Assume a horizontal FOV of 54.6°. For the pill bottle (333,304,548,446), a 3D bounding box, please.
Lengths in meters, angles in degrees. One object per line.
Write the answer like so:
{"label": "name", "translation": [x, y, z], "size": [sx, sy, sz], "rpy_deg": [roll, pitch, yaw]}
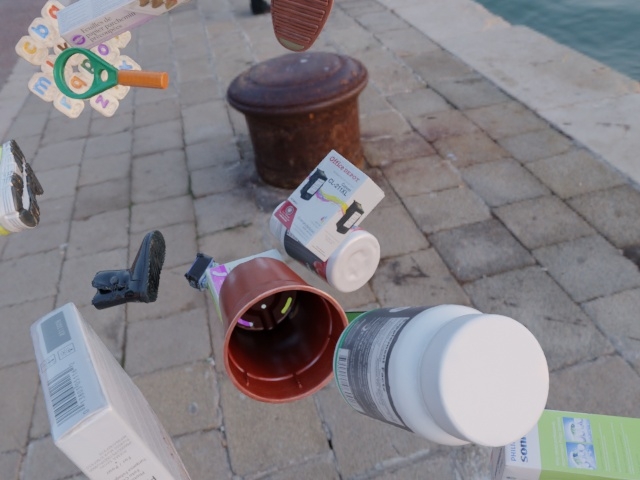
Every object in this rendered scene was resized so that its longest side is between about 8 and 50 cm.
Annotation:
{"label": "pill bottle", "translation": [0.171, 0.204, 0.974], "size": [0.204, 0.204, 0.361], "rpy_deg": [-23, 1, -21]}

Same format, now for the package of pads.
{"label": "package of pads", "translation": [-0.166, 0.171, 1.711], "size": [0.229, 0.101, 0.297], "rpy_deg": [-17, 51, -18]}

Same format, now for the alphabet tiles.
{"label": "alphabet tiles", "translation": [-0.624, -0.469, 1.616], "size": [0.021, 0.278, 0.284], "rpy_deg": [14, 72, 58]}

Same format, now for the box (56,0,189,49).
{"label": "box", "translation": [-0.351, -0.466, 1.197], "size": [0.323, 0.063, 0.067], "rpy_deg": [-23, 67, 8]}

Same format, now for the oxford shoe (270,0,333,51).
{"label": "oxford shoe", "translation": [-0.011, -0.607, 1.367], "size": [0.140, 0.397, 0.147], "rpy_deg": [22, 46, 0]}

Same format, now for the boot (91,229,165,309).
{"label": "boot", "translation": [-0.596, 0.089, 1.910], "size": [0.207, 0.094, 0.247], "rpy_deg": [-6, 63, 15]}

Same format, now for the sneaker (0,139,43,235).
{"label": "sneaker", "translation": [-0.407, -0.062, 0.771], "size": [0.094, 0.082, 0.208], "rpy_deg": [-25, 29, -8]}

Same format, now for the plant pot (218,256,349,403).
{"label": "plant pot", "translation": [-0.106, 0.174, 1.391], "size": [0.272, 0.273, 0.265], "rpy_deg": [-17, 24, -13]}

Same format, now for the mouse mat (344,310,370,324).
{"label": "mouse mat", "translation": [0.079, 0.253, 1.549], "size": [0.007, 0.153, 0.189], "rpy_deg": [14, -14, -38]}

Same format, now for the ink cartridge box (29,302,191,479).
{"label": "ink cartridge box", "translation": [-0.323, 0.324, 1.027], "size": [0.091, 0.385, 0.308], "rpy_deg": [-32, 35, -15]}

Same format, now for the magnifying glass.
{"label": "magnifying glass", "translation": [-0.379, -0.295, 1.112], "size": [0.230, 0.092, 0.026], "rpy_deg": [9, 11, 18]}

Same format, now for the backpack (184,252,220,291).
{"label": "backpack", "translation": [-0.366, 0.108, 1.944], "size": [0.084, 0.114, 0.105], "rpy_deg": [26, 65, 3]}

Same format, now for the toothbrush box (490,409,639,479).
{"label": "toothbrush box", "translation": [0.458, 0.410, 1.107], "size": [0.282, 0.206, 0.122], "rpy_deg": [2, 45, 10]}

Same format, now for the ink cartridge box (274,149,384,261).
{"label": "ink cartridge box", "translation": [0.016, -0.069, 1.189], "size": [0.175, 0.072, 0.127], "rpy_deg": [-48, 47, 2]}

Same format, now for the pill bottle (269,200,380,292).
{"label": "pill bottle", "translation": [0.000, 0.000, 1.728], "size": [0.176, 0.177, 0.318], "rpy_deg": [-29, 40, -27]}
